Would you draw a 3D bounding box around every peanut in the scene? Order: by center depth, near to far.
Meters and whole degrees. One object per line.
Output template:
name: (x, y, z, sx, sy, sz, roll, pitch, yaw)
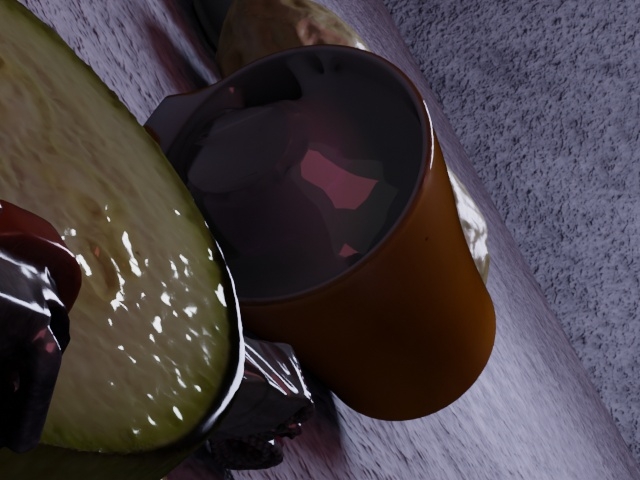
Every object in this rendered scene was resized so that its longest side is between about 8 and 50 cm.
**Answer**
peanut: (0.018, -0.067, 1.271, 0.325, 0.140, 0.153, 56, 28, 2)

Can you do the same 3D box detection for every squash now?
squash: (-0.131, -0.013, 0.569, 0.252, 0.049, 0.252, 39, 25, -22)

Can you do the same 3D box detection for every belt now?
belt: (-0.070, 0.055, 0.733, 0.232, 0.071, 0.053, 40, 25, -54)

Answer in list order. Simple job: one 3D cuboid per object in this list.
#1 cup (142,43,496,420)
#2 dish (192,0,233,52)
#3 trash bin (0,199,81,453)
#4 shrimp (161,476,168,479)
cup: (0.000, 0.000, 1.011, 0.226, 0.182, 0.264, 28, -16, 34)
dish: (-0.053, -0.196, 1.448, 0.246, 0.078, 0.224, 45, 17, -45)
trash bin: (-0.185, -0.031, 0.312, 0.238, 0.161, 0.184, 54, 9, 24)
shrimp: (-0.084, 0.123, 0.610, 0.162, 0.045, 0.095, 29, 51, -77)
